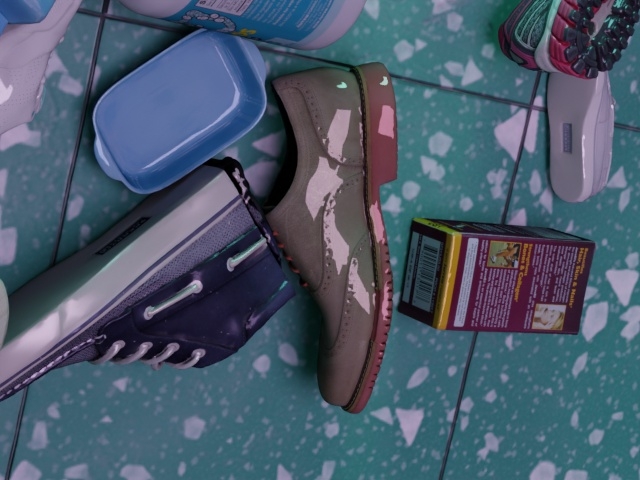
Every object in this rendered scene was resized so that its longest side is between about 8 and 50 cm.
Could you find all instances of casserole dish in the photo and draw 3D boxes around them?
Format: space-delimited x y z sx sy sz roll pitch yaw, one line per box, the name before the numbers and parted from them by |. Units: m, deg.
casserole dish | -0.135 -0.125 1.594 0.188 0.037 0.114 -36 118 -17

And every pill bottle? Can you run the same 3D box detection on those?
pill bottle | -0.091 -0.257 1.500 0.264 0.146 0.146 8 99 -40

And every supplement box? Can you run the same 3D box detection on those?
supplement box | 0.186 0.038 1.798 0.188 0.081 0.104 4 100 -31

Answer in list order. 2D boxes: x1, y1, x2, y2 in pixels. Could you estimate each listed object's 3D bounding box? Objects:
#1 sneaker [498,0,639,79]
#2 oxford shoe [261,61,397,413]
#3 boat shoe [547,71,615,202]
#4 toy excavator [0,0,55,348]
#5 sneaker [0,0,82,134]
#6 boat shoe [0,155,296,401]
sneaker | 0.289 -0.295 1.763 0.299 0.112 0.121 -51 128 -24
oxford shoe | 0.000 0.000 1.674 0.130 0.123 0.348 -2 99 -13
boat shoe | 0.287 -0.132 1.826 0.063 0.066 0.184 -16 108 -42
toy excavator | -0.336 -0.157 1.291 0.433 0.222 0.445 48 60 -42
sneaker | -0.265 -0.153 1.498 0.212 0.080 0.094 -50 134 -3
boat shoe | -0.171 0.079 1.569 0.340 0.127 0.158 -38 111 -18
